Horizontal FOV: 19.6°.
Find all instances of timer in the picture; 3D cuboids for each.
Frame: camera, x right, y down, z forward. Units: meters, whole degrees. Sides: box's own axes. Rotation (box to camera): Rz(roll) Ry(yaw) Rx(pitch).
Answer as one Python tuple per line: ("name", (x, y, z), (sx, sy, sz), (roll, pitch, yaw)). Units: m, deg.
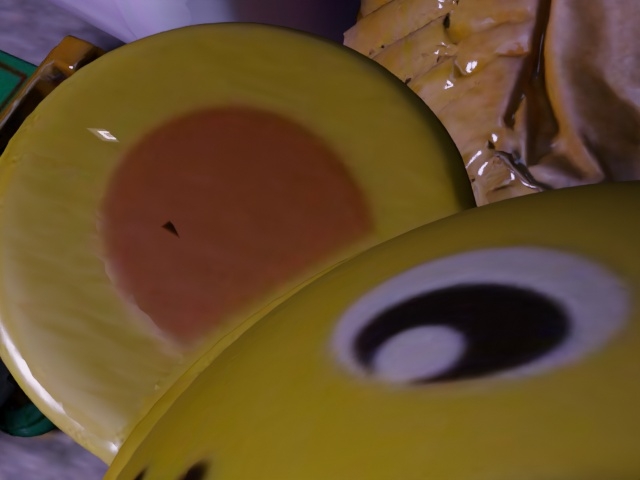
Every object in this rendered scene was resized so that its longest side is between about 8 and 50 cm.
("timer", (0.047, 0.138, 0.472), (0.387, 0.376, 0.376), (21, 71, 4))

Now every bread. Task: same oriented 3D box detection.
("bread", (0.118, -0.064, 0.731), (0.240, 0.139, 0.240), (-2, 64, 4))

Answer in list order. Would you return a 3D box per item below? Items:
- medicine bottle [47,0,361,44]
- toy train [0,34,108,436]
("medicine bottle", (-0.093, -0.236, 0.818), (0.325, 0.256, 0.256), (31, 76, 27))
("toy train", (-0.150, -0.002, 0.820), (0.136, 0.091, 0.228), (29, 77, 37))
